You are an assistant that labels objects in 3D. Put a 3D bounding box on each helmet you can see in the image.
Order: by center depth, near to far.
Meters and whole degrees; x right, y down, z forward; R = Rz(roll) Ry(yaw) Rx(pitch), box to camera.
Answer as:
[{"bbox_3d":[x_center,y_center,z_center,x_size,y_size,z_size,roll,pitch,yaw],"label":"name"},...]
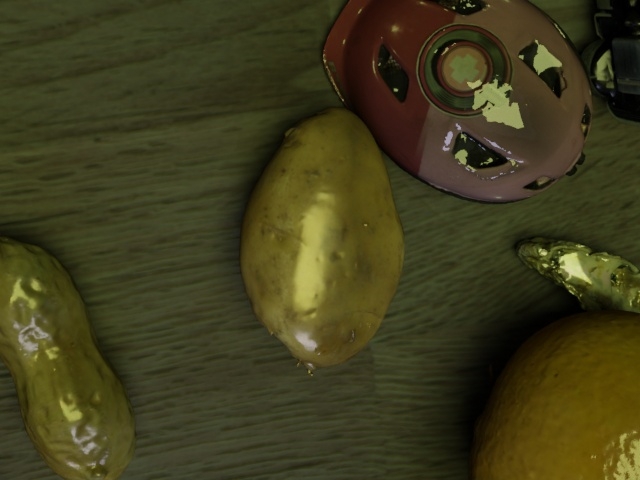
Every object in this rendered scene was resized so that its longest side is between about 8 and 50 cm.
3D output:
[{"bbox_3d":[0.142,-0.139,1.242,0.253,0.154,0.198,36,95,-22],"label":"helmet"}]

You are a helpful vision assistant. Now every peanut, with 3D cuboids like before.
[{"bbox_3d":[-0.242,0.112,1.239,0.101,0.117,0.263,-27,106,-27],"label":"peanut"}]

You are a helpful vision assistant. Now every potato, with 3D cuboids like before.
[{"bbox_3d":[-0.004,0.000,1.260,0.161,0.128,0.234,-21,107,-23],"label":"potato"}]

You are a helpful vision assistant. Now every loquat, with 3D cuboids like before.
[{"bbox_3d":[0.269,0.199,1.295,0.275,0.275,0.274,-3,104,-12],"label":"loquat"}]

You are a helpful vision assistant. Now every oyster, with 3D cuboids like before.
[{"bbox_3d":[0.288,0.046,1.376,0.106,0.061,0.200,-45,112,-18],"label":"oyster"}]

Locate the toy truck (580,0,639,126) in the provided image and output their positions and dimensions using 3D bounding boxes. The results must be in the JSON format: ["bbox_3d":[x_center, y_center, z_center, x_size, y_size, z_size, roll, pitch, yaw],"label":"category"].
[{"bbox_3d":[0.328,-0.289,1.236,0.178,0.176,0.363,-14,105,-21],"label":"toy truck"}]
